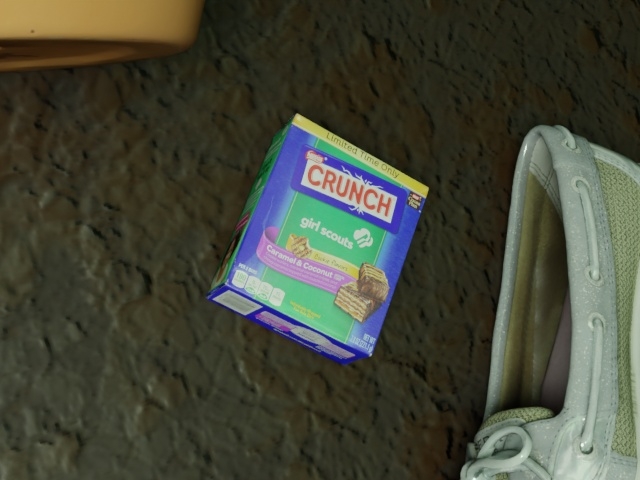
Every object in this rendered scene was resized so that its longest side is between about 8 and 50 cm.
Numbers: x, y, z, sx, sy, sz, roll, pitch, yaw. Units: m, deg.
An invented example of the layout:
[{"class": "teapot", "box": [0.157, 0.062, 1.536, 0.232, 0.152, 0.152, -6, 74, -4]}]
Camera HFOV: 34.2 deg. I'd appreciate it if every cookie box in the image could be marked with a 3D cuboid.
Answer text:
[{"class": "cookie box", "box": [0.000, 0.000, 0.573, 0.092, 0.040, 0.107, 27, 67, -16]}]

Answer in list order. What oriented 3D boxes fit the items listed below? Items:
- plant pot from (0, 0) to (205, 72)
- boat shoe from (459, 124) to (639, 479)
[{"class": "plant pot", "box": [-0.156, -0.175, 0.424, 0.291, 0.291, 0.203, -7, 97, -26]}, {"class": "boat shoe", "box": [0.125, 0.080, 0.577, 0.103, 0.118, 0.320, 27, 64, -11]}]
